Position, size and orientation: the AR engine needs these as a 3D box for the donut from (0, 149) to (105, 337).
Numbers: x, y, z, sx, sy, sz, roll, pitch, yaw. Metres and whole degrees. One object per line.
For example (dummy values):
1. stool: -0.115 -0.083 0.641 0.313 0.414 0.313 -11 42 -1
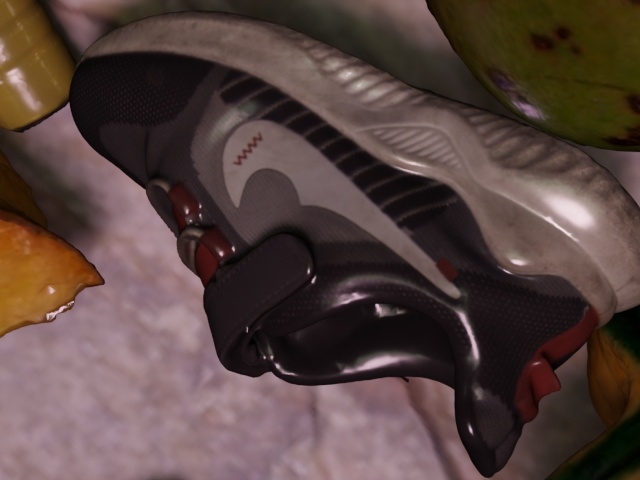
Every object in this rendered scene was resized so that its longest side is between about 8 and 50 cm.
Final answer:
1. donut: -0.249 0.004 0.694 0.295 0.112 0.151 -25 140 6

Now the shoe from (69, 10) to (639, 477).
1. shoe: 0.000 0.000 0.667 0.228 0.099 0.112 18 68 17

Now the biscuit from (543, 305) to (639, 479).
1. biscuit: 0.196 0.085 0.624 0.344 0.287 0.057 -23 134 -15

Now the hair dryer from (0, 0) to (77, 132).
1. hair dryer: -0.179 -0.160 0.689 0.135 0.090 0.278 -10 119 41

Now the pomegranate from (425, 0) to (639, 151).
1. pomegranate: 0.138 -0.104 0.626 0.202 0.202 0.248 -29 127 12
